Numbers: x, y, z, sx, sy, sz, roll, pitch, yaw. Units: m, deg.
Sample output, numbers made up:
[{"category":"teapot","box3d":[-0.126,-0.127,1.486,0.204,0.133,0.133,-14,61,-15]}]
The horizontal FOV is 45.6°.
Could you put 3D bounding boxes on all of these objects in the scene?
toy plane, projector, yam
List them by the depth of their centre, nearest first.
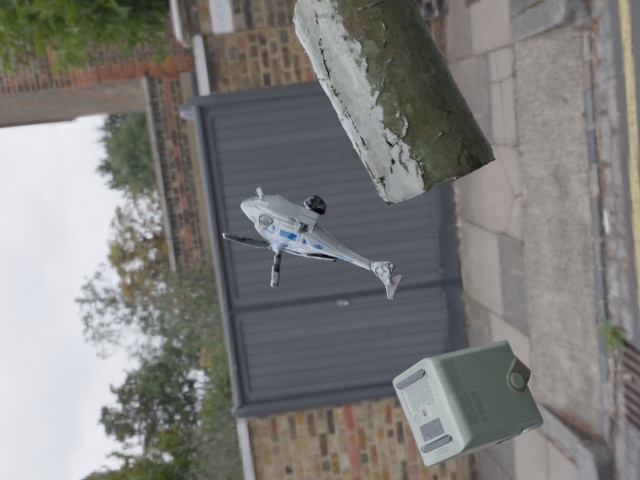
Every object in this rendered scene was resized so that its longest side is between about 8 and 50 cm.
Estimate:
[{"category":"yam","box3d":[0.095,-0.200,1.007,0.304,0.168,0.168,64,176,5]},{"category":"toy plane","box3d":[-0.002,0.007,1.193,0.182,0.273,0.107,-37,-26,-43]},{"category":"projector","box3d":[0.283,0.298,1.418,0.163,0.243,0.177,-45,59,49]}]
